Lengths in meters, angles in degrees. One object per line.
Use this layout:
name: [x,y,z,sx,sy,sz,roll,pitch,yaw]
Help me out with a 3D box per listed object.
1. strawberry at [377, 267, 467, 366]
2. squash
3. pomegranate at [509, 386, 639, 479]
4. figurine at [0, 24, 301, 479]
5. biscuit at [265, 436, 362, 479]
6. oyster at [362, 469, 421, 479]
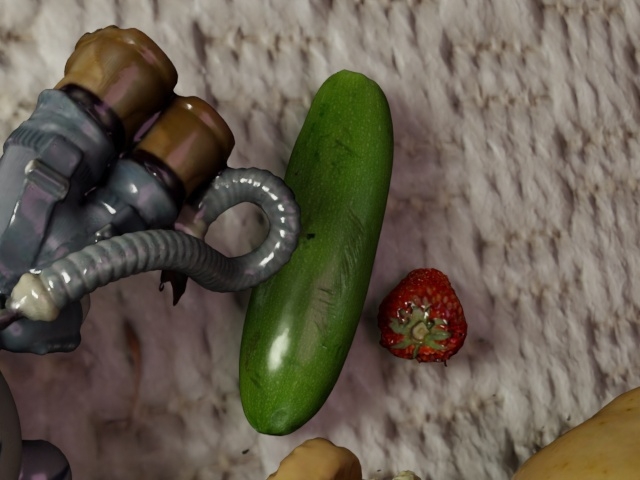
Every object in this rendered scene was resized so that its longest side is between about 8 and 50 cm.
strawberry: [0.082,0.058,0.895,0.073,0.073,0.083,49,25,-19]
squash: [0.001,0.000,0.831,0.082,0.082,0.293,26,68,-30]
pomegranate: [0.300,0.285,0.808,0.411,0.411,0.412,7,79,-34]
figurine: [-0.213,0.048,0.614,0.261,0.186,0.382,43,65,-16]
biscuit: [-0.032,0.287,0.663,0.269,0.051,0.376,-42,141,-57]
oyster: [0.030,0.243,0.824,0.191,0.081,0.163,39,89,-22]
